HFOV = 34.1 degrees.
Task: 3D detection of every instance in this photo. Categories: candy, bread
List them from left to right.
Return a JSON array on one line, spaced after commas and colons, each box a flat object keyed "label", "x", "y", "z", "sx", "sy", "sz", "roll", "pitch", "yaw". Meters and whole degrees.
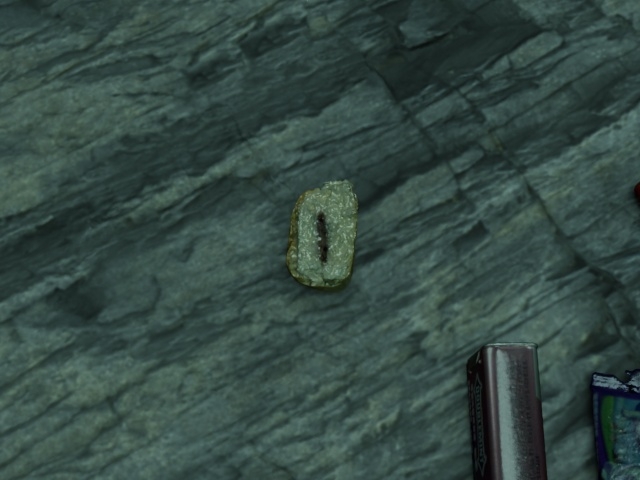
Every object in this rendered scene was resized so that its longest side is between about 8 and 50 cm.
[{"label": "bread", "x": 0.001, "y": -0.001, "z": 1.213, "sx": 0.082, "sy": 0.106, "sz": 0.125, "roll": 5, "pitch": 77, "yaw": -5}, {"label": "candy", "x": 0.367, "y": 0.279, "z": 1.152, "sx": 0.145, "sy": 0.070, "sz": 0.275, "roll": 4, "pitch": 75, "yaw": 10}]

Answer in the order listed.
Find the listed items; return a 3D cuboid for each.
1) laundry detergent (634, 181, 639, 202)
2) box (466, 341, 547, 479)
[{"label": "laundry detergent", "x": 0.437, "y": -0.006, "z": 1.246, "sx": 0.097, "sy": 0.049, "sz": 0.165, "roll": -25, "pitch": 74, "yaw": -15}, {"label": "box", "x": 0.204, "y": 0.231, "z": 1.138, "sx": 0.069, "sy": 0.120, "sz": 0.224, "roll": 1, "pitch": 72, "yaw": -4}]
